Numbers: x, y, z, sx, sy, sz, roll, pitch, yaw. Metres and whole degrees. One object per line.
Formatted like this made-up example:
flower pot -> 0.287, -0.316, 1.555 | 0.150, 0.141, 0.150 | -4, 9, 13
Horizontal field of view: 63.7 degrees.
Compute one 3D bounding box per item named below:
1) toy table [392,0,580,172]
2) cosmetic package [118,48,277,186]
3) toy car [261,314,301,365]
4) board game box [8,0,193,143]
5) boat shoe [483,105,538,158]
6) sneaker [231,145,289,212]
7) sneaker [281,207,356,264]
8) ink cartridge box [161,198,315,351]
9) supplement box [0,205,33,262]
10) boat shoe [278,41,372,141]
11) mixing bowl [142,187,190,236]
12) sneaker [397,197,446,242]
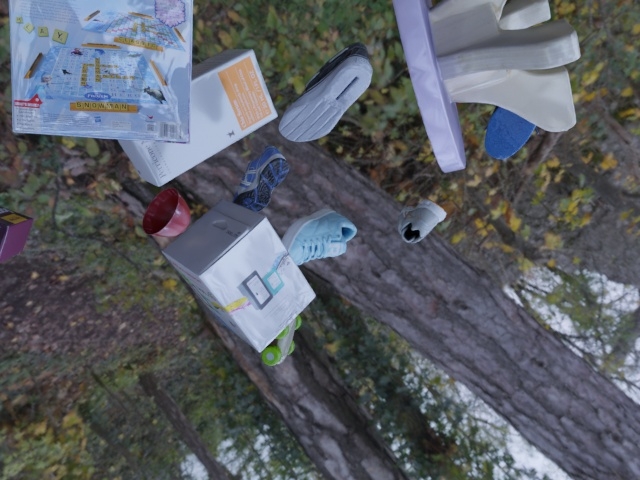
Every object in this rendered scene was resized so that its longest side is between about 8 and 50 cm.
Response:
toy table -> 0.190, -0.225, 0.597 | 0.161, 0.274, 0.252 | -12, -139, 22
cosmetic package -> -0.377, -0.381, 1.555 | 0.453, 0.230, 0.162 | -38, -144, -23
toy car -> -0.171, 0.253, 1.456 | 0.155, 0.189, 0.148 | 0, 107, -77
board game box -> -0.411, -0.355, 0.989 | 0.319, 0.317, 0.066 | 0, -170, -23
boat shoe -> 0.422, -0.287, 1.057 | 0.089, 0.109, 0.258 | -48, 162, -46
sneaker -> -0.155, -0.142, 1.268 | 0.080, 0.081, 0.211 | 19, 126, -42
sneaker -> 0.000, 0.000, 1.603 | 0.366, 0.150, 0.135 | -40, 146, -49
ink cartridge box -> -0.187, 0.077, 1.209 | 0.197, 0.270, 0.198 | -44, -142, -20
supplement box -> -0.659, -0.033, 0.956 | 0.104, 0.188, 0.080 | -118, -130, -78
boat shoe -> 0.018, -0.375, 1.336 | 0.335, 0.121, 0.119 | -29, -140, 43
mixing bowl -> -0.519, -0.081, 1.786 | 0.181, 0.181, 0.098 | -42, 136, 10
sneaker -> 0.272, -0.041, 1.553 | 0.121, 0.099, 0.262 | -49, 179, -15
